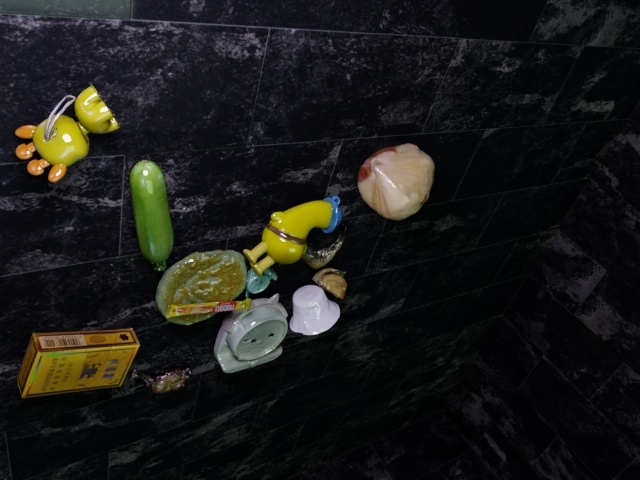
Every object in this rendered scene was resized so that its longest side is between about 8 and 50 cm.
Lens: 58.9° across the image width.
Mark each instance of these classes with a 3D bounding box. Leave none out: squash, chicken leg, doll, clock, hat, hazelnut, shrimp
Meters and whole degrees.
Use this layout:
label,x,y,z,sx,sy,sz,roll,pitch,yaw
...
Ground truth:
label,x,y,z,sx,sy,sz,roll,pitch,yaw
squash,-0.445,-0.051,1.506,0.101,0.101,0.378,-18,141,-26
chicken leg,-0.571,0.495,2.016,0.253,0.051,0.106,11,115,-45
doll,-0.077,-0.033,1.808,0.363,0.145,0.199,-38,132,-16
clock,-0.221,0.142,1.947,0.135,0.041,0.101,-42,144,4
hat,-0.034,0.246,2.134,0.203,0.203,0.126,-26,122,-18
hazelnut,0.238,-0.191,1.825,0.261,0.261,0.241,-41,143,3
shrimp,0.000,0.000,1.991,0.198,0.051,0.262,-50,146,3
doll,-0.542,-0.225,1.215,0.221,0.143,0.135,-35,178,-7
clock,-0.240,0.332,2.075,0.265,0.108,0.324,-10,135,-33

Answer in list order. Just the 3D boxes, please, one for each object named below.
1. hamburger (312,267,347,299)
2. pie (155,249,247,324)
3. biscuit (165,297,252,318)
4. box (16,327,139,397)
label,x,y,z,sx,sy,sz,roll,pitch,yaw
hamburger,0.045,0.147,2.157,0.176,0.087,0.102,37,80,-41
pie,-0.376,0.139,1.793,0.323,0.070,0.323,-22,139,-20
biscuit,-0.353,0.213,1.809,0.292,0.026,0.048,-1,108,-37
box,-0.727,0.365,1.713,0.301,0.084,0.193,5,125,-44
